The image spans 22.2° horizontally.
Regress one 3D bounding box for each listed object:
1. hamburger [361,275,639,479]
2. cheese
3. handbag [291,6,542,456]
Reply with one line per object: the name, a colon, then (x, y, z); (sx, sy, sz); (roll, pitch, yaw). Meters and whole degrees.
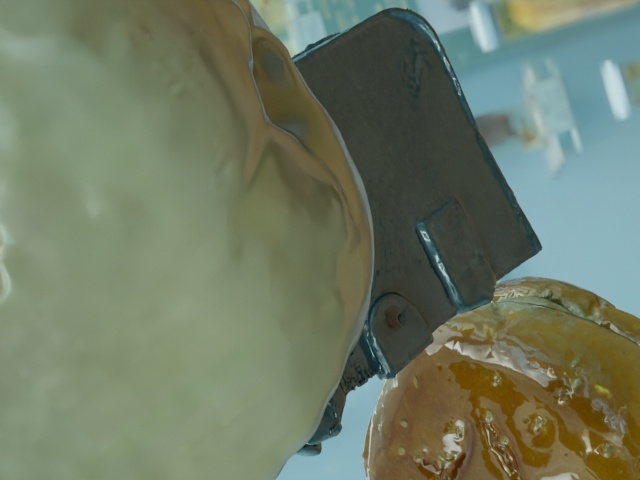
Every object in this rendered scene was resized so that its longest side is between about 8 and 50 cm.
hamburger: (0.183, 0.188, 1.318); (0.314, 0.170, 0.289); (28, 120, 29)
cheese: (-0.094, -0.030, 0.513); (0.248, 0.174, 0.251); (52, -172, -13)
handbag: (0.000, 0.000, 0.827); (0.062, 0.229, 0.179); (-21, 100, 57)
